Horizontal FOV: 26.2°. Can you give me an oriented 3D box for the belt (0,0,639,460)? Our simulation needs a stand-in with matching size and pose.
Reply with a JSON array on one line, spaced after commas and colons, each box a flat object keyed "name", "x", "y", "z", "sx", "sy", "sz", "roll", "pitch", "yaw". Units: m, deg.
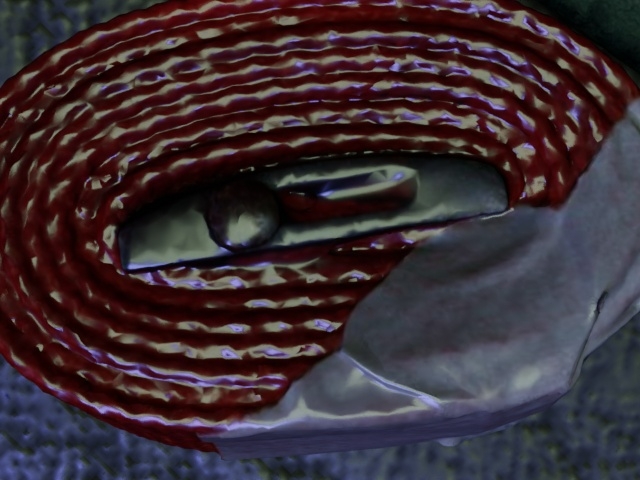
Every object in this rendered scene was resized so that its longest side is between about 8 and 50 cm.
[{"name": "belt", "x": 0.000, "y": 0.000, "z": 0.419, "sx": 0.201, "sy": 0.124, "sz": 0.128, "roll": -4, "pitch": 78, "yaw": -1}]

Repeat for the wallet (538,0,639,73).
[{"name": "wallet", "x": 0.132, "y": -0.136, "z": 0.412, "sx": 0.379, "sy": 0.046, "sz": 0.190, "roll": 35, "pitch": 110, "yaw": -1}]
